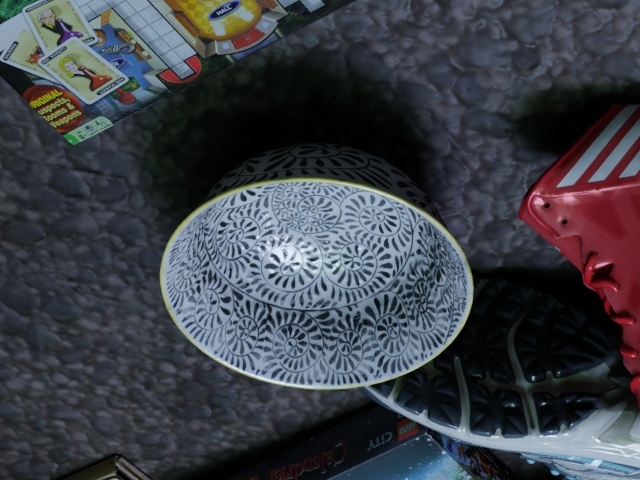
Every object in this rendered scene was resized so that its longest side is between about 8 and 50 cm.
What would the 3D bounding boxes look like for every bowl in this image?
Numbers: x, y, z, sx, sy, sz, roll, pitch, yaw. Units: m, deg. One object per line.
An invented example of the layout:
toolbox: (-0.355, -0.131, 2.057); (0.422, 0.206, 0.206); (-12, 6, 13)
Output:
bowl: (0.000, 0.000, 0.910); (0.170, 0.080, 0.170); (3, 136, 3)

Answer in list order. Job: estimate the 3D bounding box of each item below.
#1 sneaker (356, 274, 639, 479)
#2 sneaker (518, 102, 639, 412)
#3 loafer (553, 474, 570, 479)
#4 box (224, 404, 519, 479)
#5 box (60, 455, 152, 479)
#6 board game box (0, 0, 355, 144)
sneaker: (0.152, 0.109, 0.974); (0.283, 0.110, 0.122); (11, 142, 11)
sneaker: (0.162, 0.033, 0.873); (0.128, 0.221, 0.087); (11, 172, 9)
loafer: (0.235, 0.183, 1.099); (0.170, 0.062, 0.061); (6, 131, -4)
box: (0.017, 0.203, 1.129); (0.233, 0.044, 0.159); (-28, 127, 22)
box: (-0.172, 0.239, 1.214); (0.201, 0.021, 0.164); (-26, 129, 27)
board game box: (-0.066, -0.145, 0.803); (0.259, 0.030, 0.136); (-24, 127, 26)
